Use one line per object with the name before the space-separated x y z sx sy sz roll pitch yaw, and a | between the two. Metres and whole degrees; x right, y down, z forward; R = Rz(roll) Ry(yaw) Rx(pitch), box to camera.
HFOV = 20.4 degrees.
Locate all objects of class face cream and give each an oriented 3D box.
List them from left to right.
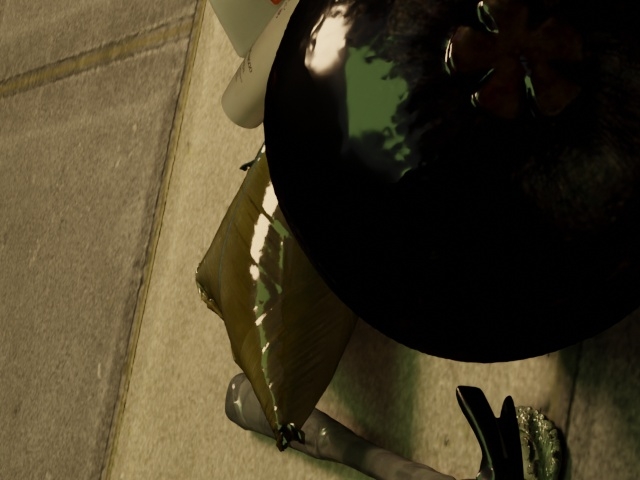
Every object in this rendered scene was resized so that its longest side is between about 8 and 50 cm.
face cream | -0.022 -0.165 1.474 0.182 0.051 0.072 -48 25 40

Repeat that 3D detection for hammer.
hammer | 0.019 0.156 1.244 0.427 0.044 0.152 9 90 64

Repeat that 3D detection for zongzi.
zongzi | 0.000 0.000 1.260 0.228 0.115 0.256 -62 17 19

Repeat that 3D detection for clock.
clock | 0.123 0.140 1.106 0.083 0.010 0.074 40 113 60

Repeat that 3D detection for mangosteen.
mangosteen | 0.097 -0.060 1.038 0.302 0.275 0.275 80 -162 -77

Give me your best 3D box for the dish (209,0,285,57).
dish | -0.032 -0.284 1.512 0.234 0.064 0.154 -48 27 37
